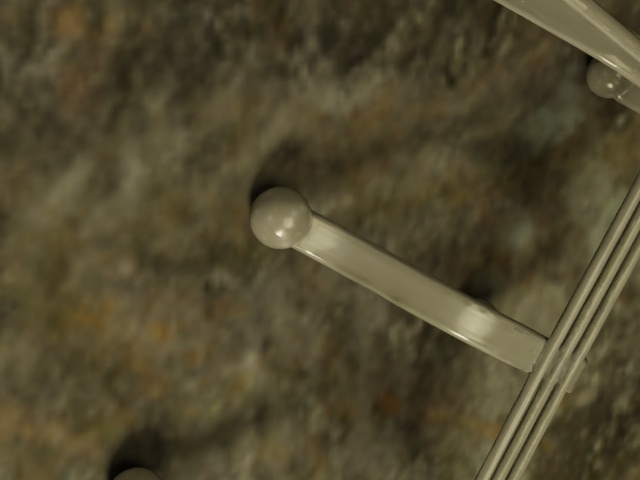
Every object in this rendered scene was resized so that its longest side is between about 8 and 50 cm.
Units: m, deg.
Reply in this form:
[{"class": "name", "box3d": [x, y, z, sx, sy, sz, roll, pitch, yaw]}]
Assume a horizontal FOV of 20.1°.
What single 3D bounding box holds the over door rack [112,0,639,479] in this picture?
[{"class": "over door rack", "box3d": [0.000, 0.000, 0.560, 0.239, 0.108, 0.324, -63, 150, 1]}]
